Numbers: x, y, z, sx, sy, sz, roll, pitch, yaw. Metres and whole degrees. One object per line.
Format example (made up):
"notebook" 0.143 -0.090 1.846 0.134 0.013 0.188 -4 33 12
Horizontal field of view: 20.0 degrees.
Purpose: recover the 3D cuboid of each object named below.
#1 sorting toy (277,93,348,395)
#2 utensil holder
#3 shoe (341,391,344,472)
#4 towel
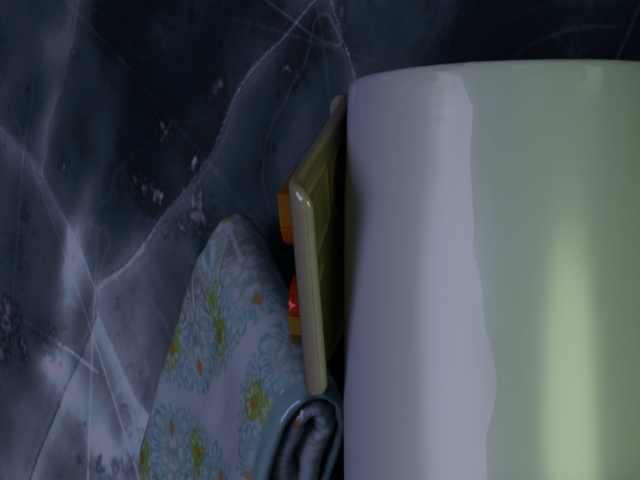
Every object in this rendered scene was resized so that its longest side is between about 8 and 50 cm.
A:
"sorting toy" 0.000 0.000 1.532 0.038 0.208 0.193 1 117 11
"utensil holder" 0.175 0.058 1.507 0.328 0.328 0.385 -4 86 53
"shoe" 0.062 0.249 1.888 0.058 0.077 0.219 -15 -78 -83
"towel" -0.098 0.210 2.011 0.320 0.090 0.374 59 138 46
